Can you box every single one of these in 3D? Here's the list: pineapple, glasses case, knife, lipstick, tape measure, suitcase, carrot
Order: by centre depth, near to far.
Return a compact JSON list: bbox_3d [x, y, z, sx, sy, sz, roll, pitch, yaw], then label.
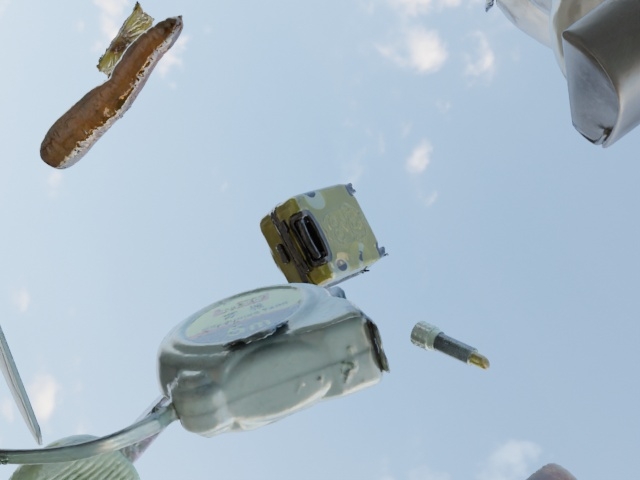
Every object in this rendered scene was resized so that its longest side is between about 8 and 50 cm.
[{"bbox_3d":[0.200,-0.121,0.382,0.191,0.072,0.042,-37,-120,0],"label":"glasses case"},{"bbox_3d":[-0.123,0.113,0.598,0.164,0.330,0.084,-141,-146,-79],"label":"tape measure"},{"bbox_3d":[-0.163,-0.115,0.643,0.165,0.036,0.035,-41,-121,14],"label":"carrot"},{"bbox_3d":[-0.321,0.049,0.770,0.331,0.044,0.080,63,-35,19],"label":"knife"},{"bbox_3d":[-0.189,-0.195,0.827,0.083,0.045,0.019,-51,-144,14],"label":"pineapple"},{"bbox_3d":[0.174,0.142,1.085,0.116,0.037,0.037,21,-74,41],"label":"lipstick"},{"bbox_3d":[0.000,0.000,1.636,0.143,0.235,0.194,-32,-99,40],"label":"suitcase"}]

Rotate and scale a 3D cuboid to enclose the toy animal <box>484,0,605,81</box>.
[{"bbox_3d":[0.193,-0.206,0.583,0.154,0.325,0.208,7,-55,13],"label":"toy animal"}]

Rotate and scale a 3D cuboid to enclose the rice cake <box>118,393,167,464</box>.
[{"bbox_3d":[-0.288,0.314,1.507,0.050,0.298,0.106,46,-34,-4],"label":"rice cake"}]

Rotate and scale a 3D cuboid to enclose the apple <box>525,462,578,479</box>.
[{"bbox_3d":[0.391,0.570,1.483,0.254,0.346,0.179,50,-30,2],"label":"apple"}]

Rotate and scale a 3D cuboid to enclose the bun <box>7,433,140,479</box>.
[{"bbox_3d":[-0.383,0.405,1.235,0.108,0.221,0.221,-32,-112,45],"label":"bun"}]
